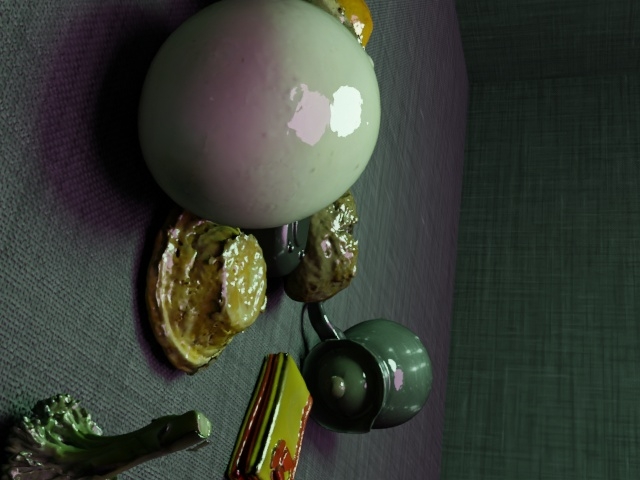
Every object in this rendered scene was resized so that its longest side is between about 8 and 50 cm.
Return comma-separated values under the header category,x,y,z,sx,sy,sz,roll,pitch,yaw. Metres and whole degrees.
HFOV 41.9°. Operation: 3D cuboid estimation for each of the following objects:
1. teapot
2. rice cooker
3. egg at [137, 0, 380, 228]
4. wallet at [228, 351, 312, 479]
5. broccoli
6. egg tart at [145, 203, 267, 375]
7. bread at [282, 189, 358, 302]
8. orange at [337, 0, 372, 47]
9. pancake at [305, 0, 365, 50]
category,x,y,z,sx,sy,sz,roll,pitch,yaw
teapot,0.081,0.234,1.637,0.285,0.223,0.305,1,92,-66
rice cooker,-0.079,-0.041,1.268,0.142,0.118,0.203,28,67,-70
egg,-0.075,-0.153,1.016,0.345,0.283,0.283,-48,135,-60
wallet,-0.067,0.315,1.363,0.241,0.067,0.141,-74,147,-45
broccoli,-0.193,0.193,0.772,0.118,0.204,0.122,-2,76,-74
egg tart,-0.141,0.057,1.102,0.241,0.106,0.241,0,90,-70
bread,0.000,0.000,1.420,0.230,0.123,0.230,-174,-90,-84
orange,0.012,-0.367,1.490,0.177,0.155,0.177,-54,-169,15
pancake,-0.022,-0.307,1.247,0.356,0.065,0.356,52,-9,12
